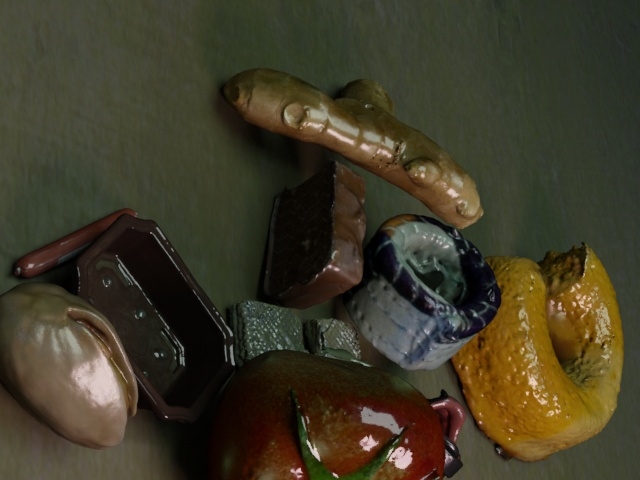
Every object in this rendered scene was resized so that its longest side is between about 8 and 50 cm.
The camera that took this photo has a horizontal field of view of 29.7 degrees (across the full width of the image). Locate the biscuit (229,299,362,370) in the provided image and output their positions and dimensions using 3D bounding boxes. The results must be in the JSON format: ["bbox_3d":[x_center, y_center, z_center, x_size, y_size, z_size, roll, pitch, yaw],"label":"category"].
[{"bbox_3d":[-0.028,0.171,1.732,0.250,0.046,0.147,17,61,-45],"label":"biscuit"}]

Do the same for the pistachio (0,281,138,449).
[{"bbox_3d":[-0.286,0.139,1.351,0.223,0.152,0.126,54,30,-26],"label":"pistachio"}]

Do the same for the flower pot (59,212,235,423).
[{"bbox_3d":[-0.225,0.104,1.498,0.251,0.084,0.179,57,39,-16],"label":"flower pot"}]

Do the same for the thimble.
[{"bbox_3d":[0.154,0.083,1.850,0.237,0.150,0.237,21,40,-19],"label":"thimble"}]

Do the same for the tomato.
[{"bbox_3d":[0.005,0.268,1.534,0.303,0.303,0.239,48,11,-25],"label":"tomato"}]

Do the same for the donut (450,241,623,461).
[{"bbox_3d":[0.410,0.191,2.155,0.435,0.163,0.378,-14,85,-53],"label":"donut"}]

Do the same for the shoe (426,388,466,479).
[{"bbox_3d":[0.147,0.339,1.790,0.114,0.137,0.291,47,44,-25],"label":"shoe"}]

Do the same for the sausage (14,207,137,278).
[{"bbox_3d":[-0.299,0.002,1.498,0.223,0.029,0.029,-33,99,-52],"label":"sausage"}]

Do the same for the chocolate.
[{"bbox_3d":[0.000,0.000,1.753,0.093,0.148,0.214,29,47,-32],"label":"chocolate"}]

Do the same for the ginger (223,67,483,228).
[{"bbox_3d":[0.068,-0.157,1.831,0.348,0.122,0.363,38,16,30],"label":"ginger"}]
